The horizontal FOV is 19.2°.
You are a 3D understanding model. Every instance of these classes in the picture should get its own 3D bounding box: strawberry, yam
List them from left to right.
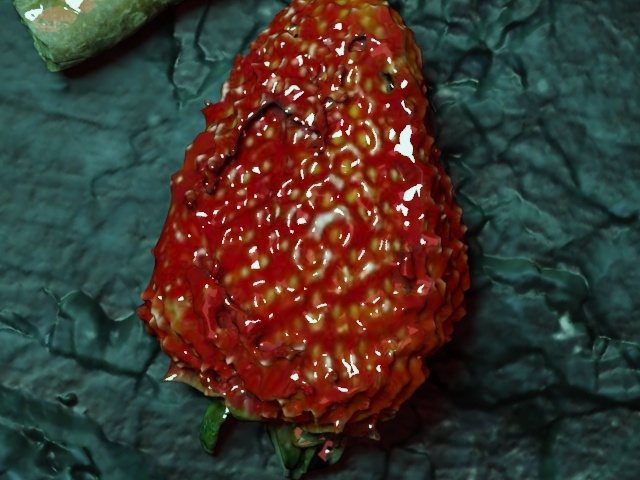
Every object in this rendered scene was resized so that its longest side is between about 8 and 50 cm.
[{"bbox_3d":[-0.050,-0.171,1.053,0.253,0.061,0.061,-26,99,-8],"label":"yam"},{"bbox_3d":[0.000,0.000,1.053,0.188,0.106,0.286,5,93,-12],"label":"strawberry"}]
